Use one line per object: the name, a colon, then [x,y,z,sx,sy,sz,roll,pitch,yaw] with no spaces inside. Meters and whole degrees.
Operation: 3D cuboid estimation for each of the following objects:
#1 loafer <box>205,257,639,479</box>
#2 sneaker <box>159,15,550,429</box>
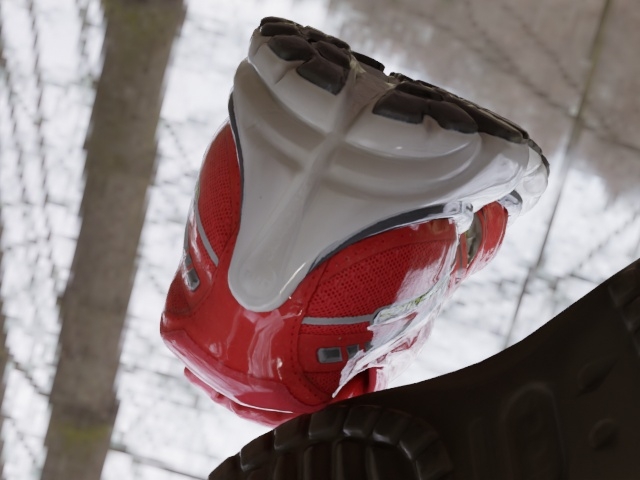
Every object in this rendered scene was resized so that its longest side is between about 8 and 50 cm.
loafer: [0.055,0.083,0.489,0.092,0.268,0.102,40,-144,-31]
sneaker: [0.000,0.000,0.617,0.107,0.118,0.279,27,-176,8]
